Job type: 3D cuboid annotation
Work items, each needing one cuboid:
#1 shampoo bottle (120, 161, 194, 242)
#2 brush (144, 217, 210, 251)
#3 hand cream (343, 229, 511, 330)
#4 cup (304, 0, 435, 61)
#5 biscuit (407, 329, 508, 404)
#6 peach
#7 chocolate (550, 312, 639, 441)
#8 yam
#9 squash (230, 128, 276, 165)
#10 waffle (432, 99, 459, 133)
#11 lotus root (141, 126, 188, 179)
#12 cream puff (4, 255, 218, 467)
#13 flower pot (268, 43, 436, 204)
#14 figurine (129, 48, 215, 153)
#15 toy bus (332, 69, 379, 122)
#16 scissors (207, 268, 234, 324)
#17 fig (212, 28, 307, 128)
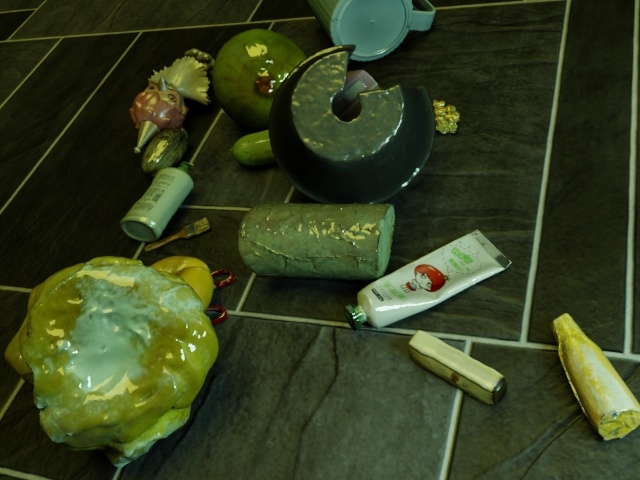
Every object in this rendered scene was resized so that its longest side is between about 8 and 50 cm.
[{"bbox_3d":[-0.389,-0.108,1.682,0.118,0.087,0.234,-5,45,39],"label":"shampoo bottle"},{"bbox_3d":[-0.344,-0.009,1.630,0.170,0.014,0.043,-23,44,1],"label":"brush"},{"bbox_3d":[0.202,0.081,1.325,0.336,0.076,0.121,-25,47,-13],"label":"hand cream"},{"bbox_3d":[0.124,-0.677,1.953,0.257,0.331,0.311,-46,42,24],"label":"cup"},{"bbox_3d":[0.234,0.218,1.182,0.188,0.056,0.052,25,62,37],"label":"biscuit"},{"bbox_3d":[-0.304,0.109,1.420,0.179,0.103,0.179,-13,44,13],"label":"peach"},{"bbox_3d":[0.439,0.212,1.107,0.086,0.085,0.219,-17,41,4],"label":"chocolate"},{"bbox_3d":[0.000,0.000,1.392,0.304,0.168,0.168,1,49,22],"label":"yam"},{"bbox_3d":[-0.136,-0.234,1.715,0.188,0.095,0.095,-14,45,14],"label":"squash"},{"bbox_3d":[0.239,-0.287,1.654,0.192,0.046,0.160,21,58,35],"label":"waffle"},{"bbox_3d":[-0.418,-0.235,1.811,0.080,0.089,0.179,12,55,37],"label":"lotus root"},{"bbox_3d":[-0.377,0.212,1.250,0.378,0.275,0.378,1,82,-4],"label":"cream puff"},{"bbox_3d":[0.056,-0.246,1.425,0.379,0.251,0.379,0,92,4],"label":"flower pot"},{"bbox_3d":[-0.436,-0.393,1.908,0.207,0.166,0.387,25,56,12],"label":"figurine"},{"bbox_3d":[0.046,-0.307,1.652,0.202,0.142,0.142,-45,29,-23],"label":"toy bus"},{"bbox_3d":[-0.312,0.133,1.485,0.248,0.017,0.144,-8,46,14],"label":"scissors"},{"bbox_3d":[-0.166,-0.433,1.808,0.258,0.258,0.326,-29,29,-8],"label":"fig"}]
